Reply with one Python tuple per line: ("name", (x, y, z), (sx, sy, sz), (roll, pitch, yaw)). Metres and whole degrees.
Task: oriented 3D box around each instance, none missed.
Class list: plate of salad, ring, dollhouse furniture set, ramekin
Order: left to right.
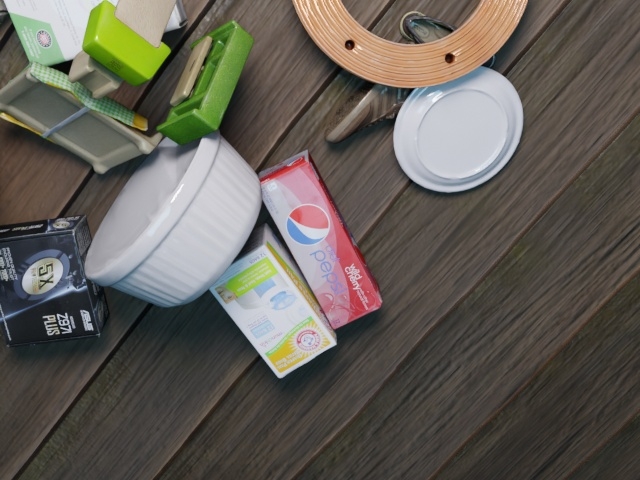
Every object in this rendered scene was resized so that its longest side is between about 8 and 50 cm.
("dollhouse furniture set", (-0.272, -0.222, 0.978), (0.302, 0.151, 0.198), (-12, 144, 45))
("ramekin", (-0.196, -0.030, 1.021), (0.127, 0.273, 0.273), (36, 105, -26))
("ring", (0.121, -0.375, 0.992), (0.337, 0.032, 0.336), (-1, 97, -5))
("plate of salad", (0.204, -0.166, 1.094), (0.200, 0.048, 0.199), (-5, 120, -8))

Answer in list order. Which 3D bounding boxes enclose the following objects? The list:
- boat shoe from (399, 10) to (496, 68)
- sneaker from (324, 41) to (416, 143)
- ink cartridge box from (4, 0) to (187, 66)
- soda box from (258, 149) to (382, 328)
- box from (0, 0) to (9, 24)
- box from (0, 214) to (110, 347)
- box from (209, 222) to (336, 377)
("boat shoe", (0.184, -0.279, 1.050), (0.152, 0.049, 0.056), (20, 110, -8))
("sneaker", (0.089, -0.198, 1.068), (0.071, 0.066, 0.188), (40, 105, -20))
("ink cartridge box", (-0.305, -0.337, 0.986), (0.213, 0.093, 0.154), (-15, 111, 5))
("soda box", (0.000, 0.000, 1.129), (0.092, 0.083, 0.263), (-26, 109, 7))
("box", (-0.559, -0.329, 0.959), (0.148, 0.127, 0.232), (-43, 107, 12))
("box", (-0.424, 0.063, 1.136), (0.148, 0.077, 0.180), (-7, 110, -1))
("box", (-0.074, 0.094, 1.149), (0.114, 0.103, 0.203), (-31, 108, 9))
